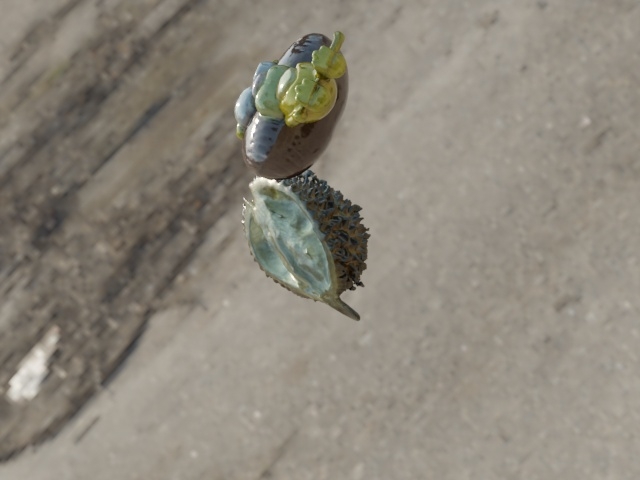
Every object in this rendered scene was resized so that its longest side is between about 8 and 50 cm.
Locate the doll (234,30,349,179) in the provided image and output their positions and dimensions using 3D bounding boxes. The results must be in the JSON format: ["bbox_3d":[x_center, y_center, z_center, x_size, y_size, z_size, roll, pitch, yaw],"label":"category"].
[{"bbox_3d":[-0.020,-0.136,1.468,0.188,0.096,0.145,122,168,-55],"label":"doll"}]

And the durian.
[{"bbox_3d":[0.000,0.000,1.664,0.091,0.188,0.148,-19,-20,-33],"label":"durian"}]
